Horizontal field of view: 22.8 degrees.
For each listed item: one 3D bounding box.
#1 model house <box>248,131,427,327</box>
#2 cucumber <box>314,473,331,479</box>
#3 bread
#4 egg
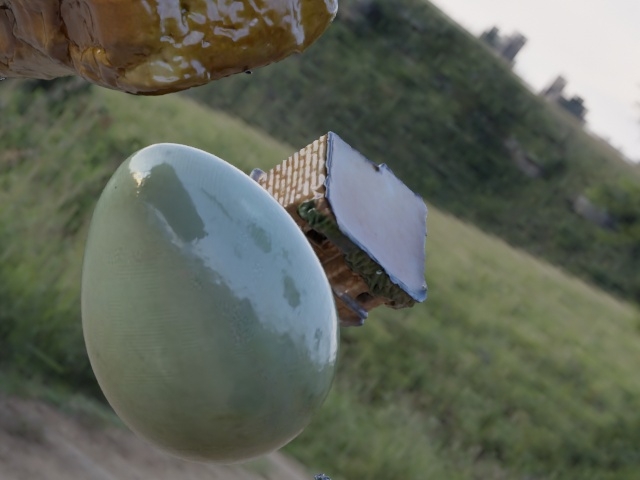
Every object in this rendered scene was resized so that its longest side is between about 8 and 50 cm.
[{"bbox_3d":[0.000,0.000,1.760,0.183,0.172,0.166,43,35,-32],"label":"model house"},{"bbox_3d":[0.026,0.262,0.984,0.067,0.067,0.245,43,24,-54],"label":"cucumber"},{"bbox_3d":[-0.138,-0.192,1.115,0.344,0.195,0.148,13,-60,58],"label":"bread"},{"bbox_3d":[-0.099,0.054,1.371,0.218,0.218,0.295,31,-41,60],"label":"egg"}]
